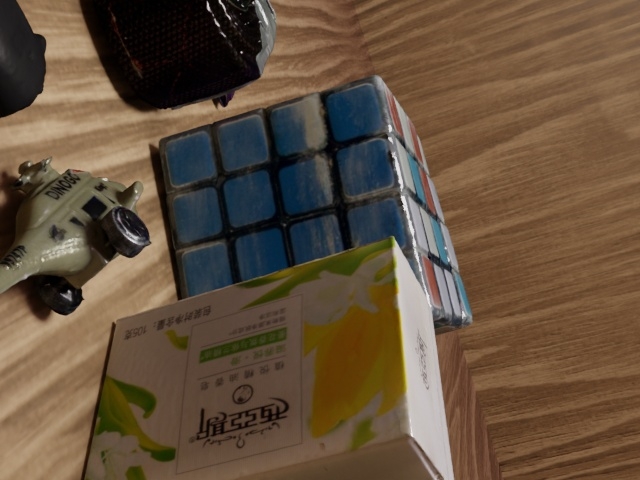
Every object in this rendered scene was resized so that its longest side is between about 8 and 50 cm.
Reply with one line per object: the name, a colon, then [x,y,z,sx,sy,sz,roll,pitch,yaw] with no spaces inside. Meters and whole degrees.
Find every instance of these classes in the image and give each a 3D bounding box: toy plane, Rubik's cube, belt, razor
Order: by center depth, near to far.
toy plane: [-0.194,0.003,0.646,0.108,0.092,0.286,48,19,-11]
razor: [-0.250,-0.159,0.658,0.148,0.054,0.090,60,24,-43]
belt: [-0.129,-0.262,1.020,0.184,0.164,0.289,62,15,-23]
Rubik's cube: [0.001,0.000,1.027,0.253,0.256,0.258,32,44,-70]

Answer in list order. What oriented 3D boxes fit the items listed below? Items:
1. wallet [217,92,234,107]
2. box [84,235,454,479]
wallet: [-0.137,-0.262,1.255,0.165,0.030,0.111,-86,155,-55]
box: [-0.038,0.129,0.726,0.194,0.261,0.111,-92,161,-46]
